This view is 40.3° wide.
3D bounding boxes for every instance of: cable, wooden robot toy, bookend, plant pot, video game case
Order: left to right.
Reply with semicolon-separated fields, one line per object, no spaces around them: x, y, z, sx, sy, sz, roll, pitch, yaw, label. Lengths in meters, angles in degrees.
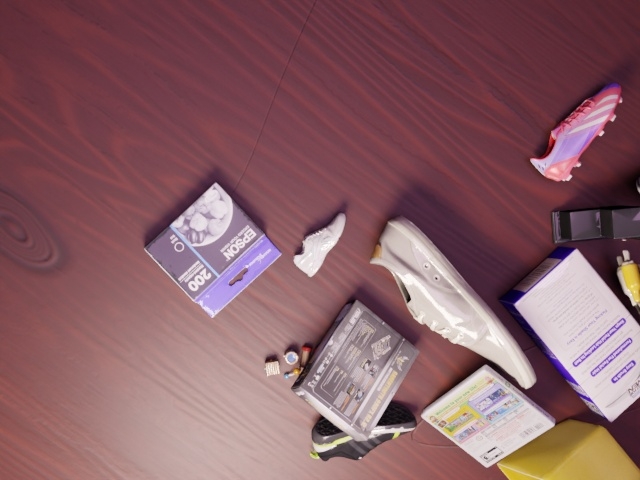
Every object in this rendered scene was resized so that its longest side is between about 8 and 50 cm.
-0.029;0.266;1.830;0.173;0.079;0.076;8;93;-6;wooden robot toy
0.351;0.374;1.841;0.193;0.023;0.212;38;128;-7;video game case
0.545;0.501;1.849;0.187;0.212;0.212;-42;97;-15;plant pot
0.590;-0.031;1.831;0.156;0.157;0.072;-6;94;-6;bookend
0.680;0.166;1.828;0.072;0.139;0.287;-11;61;17;cable

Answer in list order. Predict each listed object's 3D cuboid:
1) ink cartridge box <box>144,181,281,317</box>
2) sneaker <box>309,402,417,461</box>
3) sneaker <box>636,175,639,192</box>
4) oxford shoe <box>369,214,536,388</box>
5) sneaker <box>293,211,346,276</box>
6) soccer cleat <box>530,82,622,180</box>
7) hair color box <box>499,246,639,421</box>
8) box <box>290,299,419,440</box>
-0.222;0.022;1.814;0.206;0.045;0.208;-43;98;-2;ink cartridge box
0.090;0.417;1.866;0.235;0.084;0.097;-9;118;-4;sneaker
0.728;-0.076;1.824;0.086;0.226;0.163;-11;101;32;sneaker
0.269;0.146;1.811;0.130;0.169;0.449;-43;89;-4;oxford shoe
0.000;0.000;1.829;0.061;0.054;0.152;34;91;-4;sneaker
0.548;-0.241;1.855;0.095;0.083;0.248;33;93;-2;soccer cleat
0.567;0.198;1.870;0.185;0.110;0.339;-41;95;-4;hair color box
0.075;0.267;1.803;0.183;0.056;0.231;40;65;-11;box
